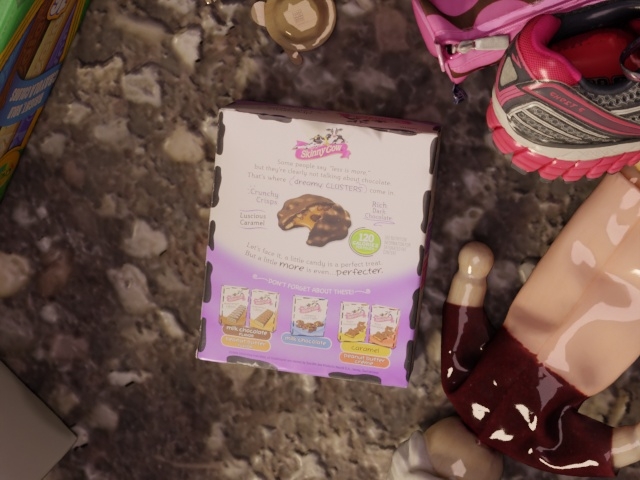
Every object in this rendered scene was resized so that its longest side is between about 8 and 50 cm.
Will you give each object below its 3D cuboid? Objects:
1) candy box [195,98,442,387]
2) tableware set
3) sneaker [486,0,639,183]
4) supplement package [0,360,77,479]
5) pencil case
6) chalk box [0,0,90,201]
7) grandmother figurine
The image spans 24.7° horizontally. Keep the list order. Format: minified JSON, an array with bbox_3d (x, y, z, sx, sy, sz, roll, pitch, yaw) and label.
[{"bbox_3d":[0.000,0.000,1.113,0.164,0.070,0.196,8,102,7],"label":"candy box"},{"bbox_3d":[-0.013,-0.222,1.099,0.168,0.020,0.141,-40,95,12],"label":"tableware set"},{"bbox_3d":[0.265,-0.116,0.993,0.299,0.112,0.121,-13,61,-8],"label":"sneaker"},{"bbox_3d":[-0.369,0.216,1.152,0.175,0.177,0.293,46,104,-1],"label":"supplement package"},{"bbox_3d":[0.171,-0.182,1.040,0.209,0.098,0.095,-24,106,12],"label":"pencil case"},{"bbox_3d":[-0.312,-0.118,1.080,0.180,0.179,0.289,27,103,3],"label":"chalk box"},{"bbox_3d":[0.174,0.091,1.097,0.208,0.104,0.342,47,108,26],"label":"grandmother figurine"}]
